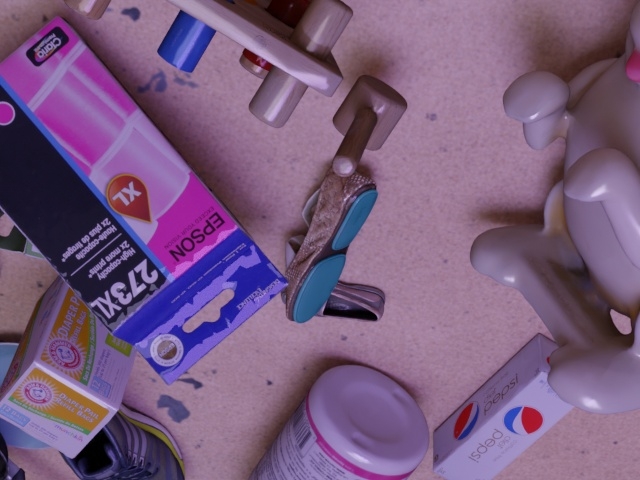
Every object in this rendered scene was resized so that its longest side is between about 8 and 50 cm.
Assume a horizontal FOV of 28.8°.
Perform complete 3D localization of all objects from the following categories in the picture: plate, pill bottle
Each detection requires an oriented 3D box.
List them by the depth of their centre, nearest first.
[{"bbox_3d":[0.003,0.303,1.567,0.160,0.160,0.283,24,125,-12],"label":"pill bottle"},{"bbox_3d":[-0.385,0.196,1.610,0.188,0.024,0.188,2,126,3],"label":"plate"}]

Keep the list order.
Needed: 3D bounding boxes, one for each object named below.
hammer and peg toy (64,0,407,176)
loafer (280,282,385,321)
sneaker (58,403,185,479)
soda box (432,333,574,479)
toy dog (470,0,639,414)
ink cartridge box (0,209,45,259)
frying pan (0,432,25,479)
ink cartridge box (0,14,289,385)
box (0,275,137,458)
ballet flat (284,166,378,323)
[{"bbox_3d":[-0.054,-0.203,1.140,0.361,0.266,0.127,30,105,-15],"label":"hammer and peg toy"},{"bbox_3d":[0.014,0.073,1.471,0.125,0.039,0.045,5,126,1],"label":"loafer"},{"bbox_3d":[-0.268,0.266,1.568,0.111,0.121,0.300,-30,129,10],"label":"sneaker"},{"bbox_3d":[0.228,0.216,1.535,0.069,0.074,0.216,31,123,-17],"label":"soda box"},{"bbox_3d":[0.368,-0.075,1.189,0.396,0.284,0.407,0,127,-11],"label":"toy dog"},{"bbox_3d":[-0.263,-0.025,1.382,0.209,0.109,0.062,14,126,-4],"label":"ink cartridge box"},{"bbox_3d":[-0.429,0.278,1.615,0.326,0.053,0.197,27,144,-3],"label":"frying pan"},{"bbox_3d":[-0.214,-0.036,1.294,0.176,0.069,0.371,-40,99,0],"label":"ink cartridge box"},{"bbox_3d":[-0.283,0.130,1.439,0.114,0.203,0.103,33,122,-18],"label":"box"},{"bbox_3d":[0.000,0.000,1.408,0.067,0.073,0.206,44,122,27],"label":"ballet flat"}]
